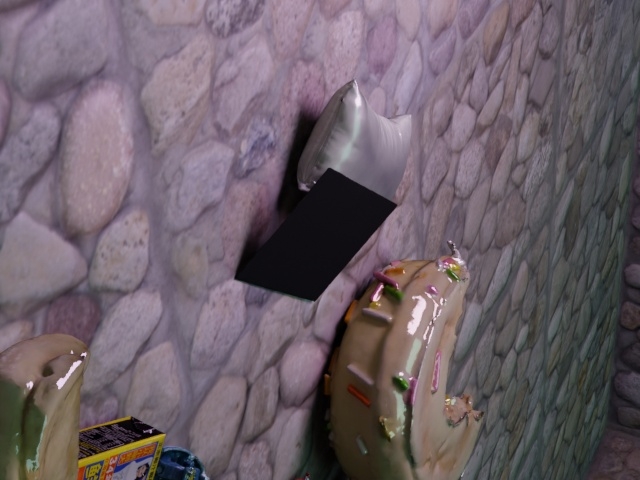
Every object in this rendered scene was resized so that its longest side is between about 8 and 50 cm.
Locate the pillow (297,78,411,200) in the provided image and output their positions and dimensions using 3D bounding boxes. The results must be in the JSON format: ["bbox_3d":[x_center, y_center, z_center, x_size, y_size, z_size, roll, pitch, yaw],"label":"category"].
[{"bbox_3d":[0.051,-0.110,1.678,0.254,0.078,0.144,16,93,-69],"label":"pillow"}]

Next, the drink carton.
[{"bbox_3d":[-0.216,0.217,1.287,0.166,0.056,0.071,-4,115,-66],"label":"drink carton"}]

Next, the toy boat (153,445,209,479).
[{"bbox_3d":[-0.158,0.246,1.431,0.137,0.061,0.060,34,72,-67],"label":"toy boat"}]

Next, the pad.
[{"bbox_3d":[0.000,0.000,1.631,0.170,0.006,0.245,-50,159,8],"label":"pad"}]

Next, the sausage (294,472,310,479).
[{"bbox_3d":[-0.069,0.407,1.778,0.253,0.034,0.034,-58,152,-35],"label":"sausage"}]

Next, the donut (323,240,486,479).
[{"bbox_3d":[0.119,0.215,1.930,0.307,0.150,0.371,-54,144,-43],"label":"donut"}]

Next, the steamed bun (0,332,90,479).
[{"bbox_3d":[-0.305,0.285,1.007,0.247,0.189,0.428,-78,178,-78],"label":"steamed bun"}]
